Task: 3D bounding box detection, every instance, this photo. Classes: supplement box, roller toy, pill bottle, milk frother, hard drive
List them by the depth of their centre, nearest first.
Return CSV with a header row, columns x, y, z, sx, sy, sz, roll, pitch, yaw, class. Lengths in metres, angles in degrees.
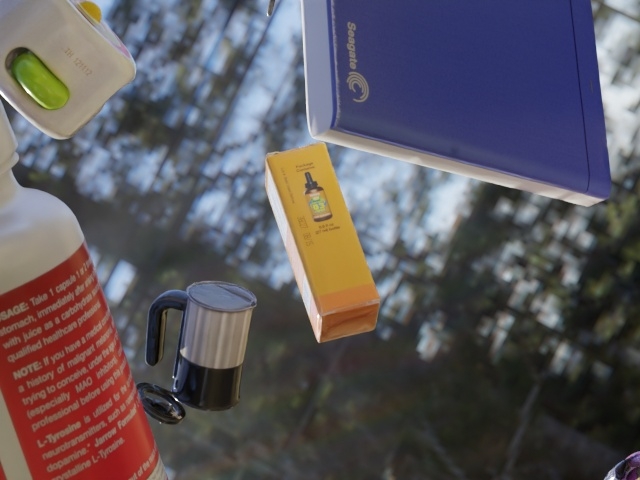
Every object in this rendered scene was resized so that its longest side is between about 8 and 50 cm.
x,y,z,sx,sy,sz,roll,pitch,yaw,class
-0.273,0.104,1.411,0.229,0.229,0.408,-47,-57,-63,pill bottle
0.121,-0.159,1.526,0.040,0.318,0.210,-25,62,47,hard drive
-0.148,0.133,2.053,0.143,0.129,0.135,-93,11,-68,milk frother
0.000,0.000,2.104,0.080,0.078,0.233,96,159,-61,supplement box
-0.322,-0.234,2.104,0.146,0.209,0.191,-42,-24,5,roller toy

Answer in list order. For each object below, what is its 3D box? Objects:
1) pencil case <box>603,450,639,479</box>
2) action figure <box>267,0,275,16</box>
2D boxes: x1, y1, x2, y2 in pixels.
x,y,z,sx,sy,sz,roll,pitch,yaw,class
0.405,0.180,1.424,0.386,0.167,0.160,-21,-46,-31,pencil case
-0.033,-0.371,1.761,0.141,0.164,0.276,35,-124,-63,action figure
